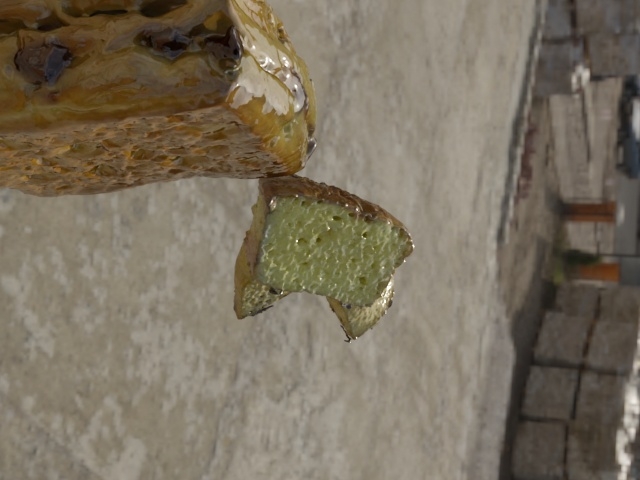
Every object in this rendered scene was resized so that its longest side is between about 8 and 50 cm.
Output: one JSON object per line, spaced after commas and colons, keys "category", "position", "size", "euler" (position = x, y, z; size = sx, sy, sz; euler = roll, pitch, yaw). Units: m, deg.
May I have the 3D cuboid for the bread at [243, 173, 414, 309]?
{"category": "bread", "position": [0.000, 0.000, 0.902], "size": [0.187, 0.065, 0.103], "euler": [11, 115, -41]}

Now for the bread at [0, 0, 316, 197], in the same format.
{"category": "bread", "position": [-0.113, -0.090, 0.556], "size": [0.235, 0.210, 0.099], "euler": [43, 42, -81]}

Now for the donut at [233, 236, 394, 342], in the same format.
{"category": "donut", "position": [-0.008, 0.024, 1.044], "size": [0.078, 0.181, 0.146], "euler": [71, 34, -52]}
